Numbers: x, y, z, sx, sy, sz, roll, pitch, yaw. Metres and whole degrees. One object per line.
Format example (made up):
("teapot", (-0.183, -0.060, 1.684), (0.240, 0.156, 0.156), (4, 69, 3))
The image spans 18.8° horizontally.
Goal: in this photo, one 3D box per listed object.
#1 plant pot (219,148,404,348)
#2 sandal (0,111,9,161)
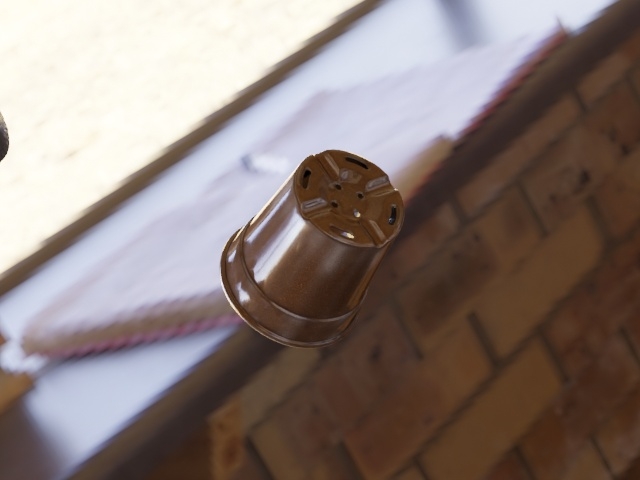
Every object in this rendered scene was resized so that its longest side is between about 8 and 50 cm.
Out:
("plant pot", (0.000, 0.000, 2.032), (0.167, 0.167, 0.165), (-45, -7, -43))
("sandal", (-0.390, -0.090, 2.029), (0.054, 0.097, 0.254), (-20, 27, 18))
